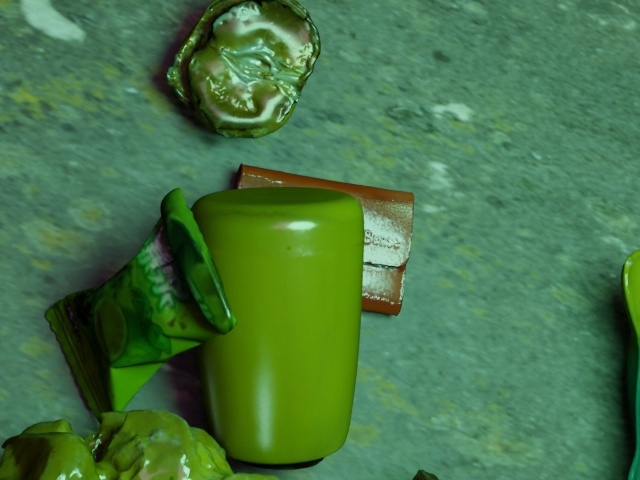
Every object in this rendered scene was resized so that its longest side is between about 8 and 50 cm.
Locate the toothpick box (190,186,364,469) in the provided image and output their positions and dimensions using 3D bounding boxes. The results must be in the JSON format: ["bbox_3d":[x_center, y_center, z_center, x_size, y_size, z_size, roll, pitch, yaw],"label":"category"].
[{"bbox_3d":[-0.043,0.088,1.188,0.175,0.175,0.271,-3,100,-16],"label":"toothpick box"}]

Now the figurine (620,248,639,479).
[{"bbox_3d":[0.449,0.161,1.303,0.324,0.231,0.340,23,80,-12],"label":"figurine"}]

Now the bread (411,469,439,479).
[{"bbox_3d":[0.198,0.425,1.154,0.165,0.113,0.416,-45,65,-4],"label":"bread"}]

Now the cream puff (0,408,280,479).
[{"bbox_3d":[-0.169,0.286,1.110,0.324,0.291,0.257,-20,55,-4],"label":"cream puff"}]

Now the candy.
[{"bbox_3d":[-0.177,0.071,1.163,0.069,0.246,0.149,-3,62,-55],"label":"candy"}]

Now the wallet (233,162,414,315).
[{"bbox_3d":[0.000,0.000,1.302,0.204,0.045,0.142,9,80,-13],"label":"wallet"}]

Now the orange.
[{"bbox_3d":[-0.079,-0.191,1.284,0.170,0.112,0.160,-12,94,6],"label":"orange"}]
